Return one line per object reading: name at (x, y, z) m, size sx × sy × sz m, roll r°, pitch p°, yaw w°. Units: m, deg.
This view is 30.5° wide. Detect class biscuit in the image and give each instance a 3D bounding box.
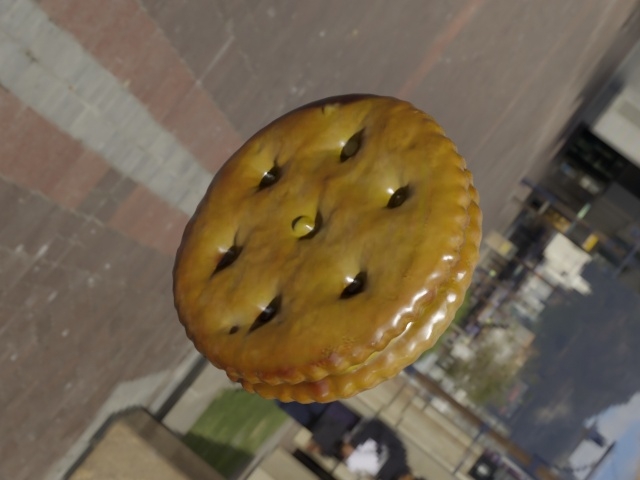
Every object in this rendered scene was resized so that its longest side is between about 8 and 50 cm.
biscuit at (0.000, 0.000, 0.764) m, size 0.220 × 0.220 × 0.066 m, roll -51°, pitch 139°, yaw -5°
